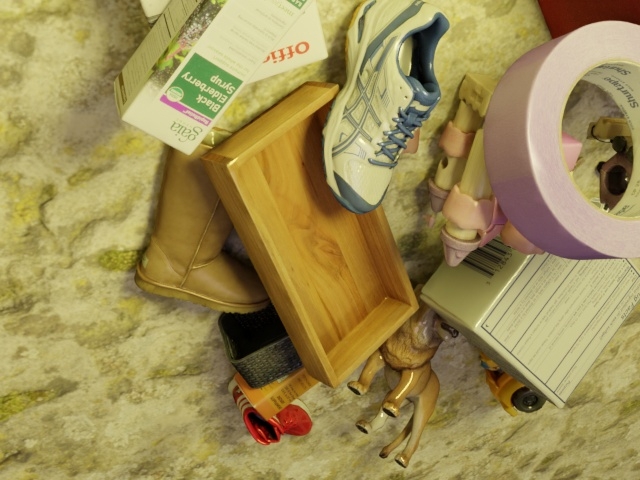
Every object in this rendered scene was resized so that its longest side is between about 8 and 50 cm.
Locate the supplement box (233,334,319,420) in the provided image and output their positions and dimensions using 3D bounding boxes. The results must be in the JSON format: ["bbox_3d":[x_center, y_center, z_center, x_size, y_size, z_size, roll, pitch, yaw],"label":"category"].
[{"bbox_3d":[-0.029,0.205,1.380,0.233,0.080,0.078,-38,146,-8],"label":"supplement box"}]

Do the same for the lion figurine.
[{"bbox_3d":[0.169,0.251,1.495,0.240,0.142,0.392,-51,157,-28],"label":"lion figurine"}]

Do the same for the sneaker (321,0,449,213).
[{"bbox_3d":[0.087,-0.171,1.047,0.112,0.131,0.296,-6,110,-42],"label":"sneaker"}]

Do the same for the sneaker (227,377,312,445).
[{"bbox_3d":[-0.084,0.344,1.475,0.087,0.128,0.221,-41,129,15],"label":"sneaker"}]

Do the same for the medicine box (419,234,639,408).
[{"bbox_3d":[0.357,0.083,1.306,0.289,0.149,0.263,41,85,-34],"label":"medicine box"}]

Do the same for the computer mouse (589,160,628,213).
[{"bbox_3d":[0.488,-0.047,1.423,0.106,0.042,0.193,26,121,-12],"label":"computer mouse"}]

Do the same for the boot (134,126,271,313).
[{"bbox_3d":[-0.137,-0.023,1.182,0.236,0.089,0.269,10,122,-28],"label":"boot"}]

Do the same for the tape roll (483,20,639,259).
[{"bbox_3d":[0.334,-0.114,0.949,0.275,0.090,0.274,1,88,-21],"label":"tape roll"}]

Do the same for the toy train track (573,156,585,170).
[{"bbox_3d":[0.416,-0.115,1.364,0.083,0.014,0.048,-40,123,6],"label":"toy train track"}]

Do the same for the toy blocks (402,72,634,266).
[{"bbox_3d":[0.261,-0.075,1.157,0.309,0.288,0.260,-1,122,-23],"label":"toy blocks"}]

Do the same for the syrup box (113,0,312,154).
[{"bbox_3d":[-0.120,-0.218,0.866,0.093,0.096,0.237,27,115,-36],"label":"syrup box"}]

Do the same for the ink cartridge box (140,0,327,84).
[{"bbox_3d":[-0.119,-0.320,0.924,0.199,0.114,0.272,-19,132,-4],"label":"ink cartridge box"}]

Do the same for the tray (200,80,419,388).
[{"bbox_3d":[0.000,0.000,1.162,0.203,0.076,0.410,-40,127,-25],"label":"tray"}]

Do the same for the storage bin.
[{"bbox_3d":[-0.066,0.149,1.325,0.180,0.122,0.084,-28,132,3],"label":"storage bin"}]

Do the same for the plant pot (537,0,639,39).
[{"bbox_3d":[0.439,-0.362,1.020,0.267,0.235,0.267,-33,131,8],"label":"plant pot"}]

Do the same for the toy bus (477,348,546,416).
[{"bbox_3d":[0.376,0.205,1.537,0.211,0.149,0.220,32,115,-23],"label":"toy bus"}]
